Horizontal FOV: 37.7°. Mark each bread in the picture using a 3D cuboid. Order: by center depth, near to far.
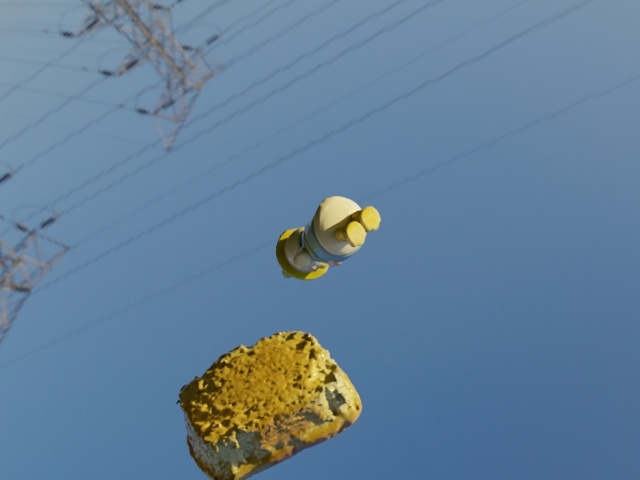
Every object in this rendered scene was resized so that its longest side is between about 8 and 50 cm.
[{"bbox_3d":[-0.073,0.226,1.296,0.246,0.121,0.174,-23,-137,-16],"label":"bread"}]

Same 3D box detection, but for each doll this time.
[{"bbox_3d":[0.001,0.000,1.470,0.241,0.099,0.135,140,-37,-59],"label":"doll"}]
